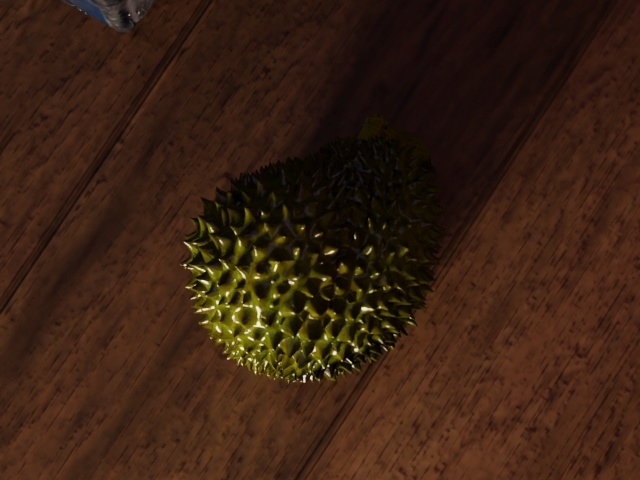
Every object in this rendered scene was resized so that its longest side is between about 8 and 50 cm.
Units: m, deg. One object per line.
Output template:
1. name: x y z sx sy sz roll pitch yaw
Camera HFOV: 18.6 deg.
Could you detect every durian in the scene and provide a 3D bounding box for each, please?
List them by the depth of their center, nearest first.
1. durian: 0.004 0.013 1.333 0.198 0.146 0.159 -27 84 2

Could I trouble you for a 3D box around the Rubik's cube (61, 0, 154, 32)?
1. Rubik's cube: -0.190 -0.390 1.302 0.344 0.337 0.343 31 85 5
